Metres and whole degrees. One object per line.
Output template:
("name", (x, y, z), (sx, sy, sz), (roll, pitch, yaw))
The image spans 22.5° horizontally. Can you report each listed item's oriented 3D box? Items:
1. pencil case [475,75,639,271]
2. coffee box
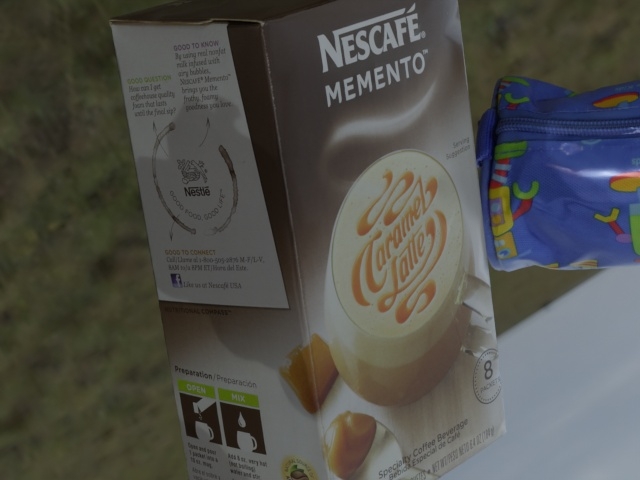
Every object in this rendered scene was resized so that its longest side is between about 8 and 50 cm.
("pencil case", (0.237, -0.049, 0.922), (0.306, 0.119, 0.133), (-4, 148, 20))
("coffee box", (0.000, 0.000, 0.774), (0.098, 0.246, 0.141), (7, -157, 41))
